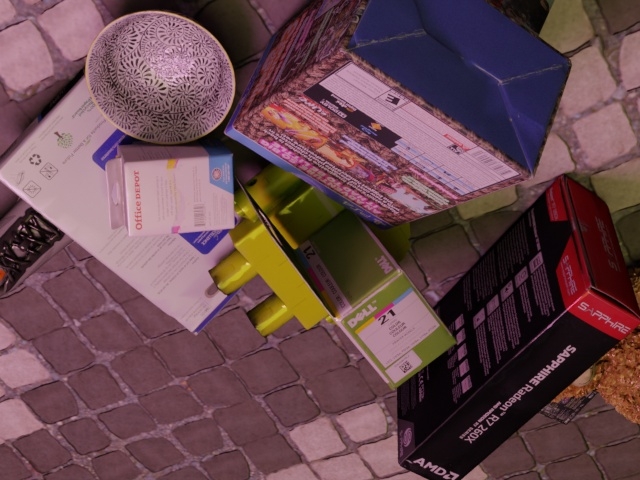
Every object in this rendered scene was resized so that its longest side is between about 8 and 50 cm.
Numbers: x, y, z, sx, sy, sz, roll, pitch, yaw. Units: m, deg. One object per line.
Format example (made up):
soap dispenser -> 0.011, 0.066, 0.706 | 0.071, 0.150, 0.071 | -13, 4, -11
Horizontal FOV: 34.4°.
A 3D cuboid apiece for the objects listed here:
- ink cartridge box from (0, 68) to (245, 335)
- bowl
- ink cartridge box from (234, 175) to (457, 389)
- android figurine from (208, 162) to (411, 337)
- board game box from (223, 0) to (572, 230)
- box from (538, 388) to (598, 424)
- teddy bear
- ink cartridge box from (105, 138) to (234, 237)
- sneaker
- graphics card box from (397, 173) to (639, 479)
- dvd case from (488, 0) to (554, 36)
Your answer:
ink cartridge box -> -0.225, -0.042, 1.293 | 0.165, 0.065, 0.333 | -46, 114, 2
bowl -> -0.178, -0.203, 1.193 | 0.170, 0.080, 0.170 | 2, 128, 2
ink cartridge box -> 0.027, 0.022, 1.191 | 0.097, 0.189, 0.255 | -37, 119, 2
android figurine -> 0.000, 0.000, 1.312 | 0.273, 0.056, 0.248 | -39, 119, 3
board game box -> 0.072, -0.148, 1.096 | 0.232, 0.141, 0.291 | 31, 158, -19
box -> 0.361, 0.233, 1.537 | 0.067, 0.018, 0.083 | 23, 125, -14
teddy bear -> 0.447, 0.155, 1.417 | 0.338, 0.113, 0.245 | 15, 125, -9
ink cartridge box -> -0.180, -0.063, 1.215 | 0.143, 0.090, 0.092 | -5, 110, -15
sneaker -> -0.391, 0.009, 1.349 | 0.271, 0.108, 0.100 | -35, 117, 19
graphics card box -> 0.235, 0.121, 1.324 | 0.094, 0.233, 0.371 | 29, 123, -18
dvd case -> 0.199, -0.270, 1.122 | 0.119, 0.087, 0.013 | 37, 155, -20
